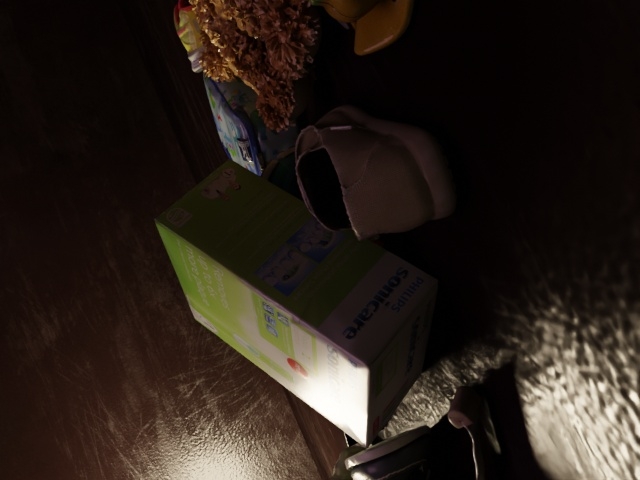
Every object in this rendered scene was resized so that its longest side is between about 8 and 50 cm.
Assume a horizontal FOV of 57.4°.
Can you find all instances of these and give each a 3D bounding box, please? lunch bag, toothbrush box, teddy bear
[{"bbox_3d":[-0.090,-0.151,0.829,0.219,0.090,0.176,56,165,43],"label":"lunch bag"},{"bbox_3d":[-0.027,0.069,0.655,0.283,0.122,0.206,30,149,24],"label":"toothbrush box"},{"bbox_3d":[-0.100,-0.273,0.623,0.338,0.113,0.245,66,164,4],"label":"teddy bear"}]

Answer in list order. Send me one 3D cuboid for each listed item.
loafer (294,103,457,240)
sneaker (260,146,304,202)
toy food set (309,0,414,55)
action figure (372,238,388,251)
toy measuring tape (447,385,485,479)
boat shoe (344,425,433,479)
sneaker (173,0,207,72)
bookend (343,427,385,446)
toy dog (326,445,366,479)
[{"bbox_3d":[0.019,-0.065,0.535,0.268,0.092,0.102,29,140,69],"label":"loafer"},{"bbox_3d":[0.000,0.000,0.763,0.110,0.107,0.275,26,146,41],"label":"sneaker"},{"bbox_3d":[-0.013,-0.234,0.432,0.218,0.071,0.128,63,166,16],"label":"toy food set"},{"bbox_3d":[0.061,0.030,0.669,0.115,0.030,0.038,99,151,-62],"label":"action figure"},{"bbox_3d":[0.129,0.291,0.629,0.121,0.121,0.330,-138,31,-61],"label":"toy measuring tape"},{"bbox_3d":[0.106,0.320,0.763,0.319,0.116,0.099,76,173,-61],"label":"boat shoe"},{"bbox_3d":[-0.166,-0.309,0.827,0.208,0.081,0.094,-118,4,-60],"label":"sneaker"},{"bbox_3d":[0.033,0.235,1.005,0.157,0.072,0.156,48,157,55],"label":"bookend"},{"bbox_3d":[0.075,0.581,0.952,0.408,0.284,0.395,159,95,-72],"label":"toy dog"}]
